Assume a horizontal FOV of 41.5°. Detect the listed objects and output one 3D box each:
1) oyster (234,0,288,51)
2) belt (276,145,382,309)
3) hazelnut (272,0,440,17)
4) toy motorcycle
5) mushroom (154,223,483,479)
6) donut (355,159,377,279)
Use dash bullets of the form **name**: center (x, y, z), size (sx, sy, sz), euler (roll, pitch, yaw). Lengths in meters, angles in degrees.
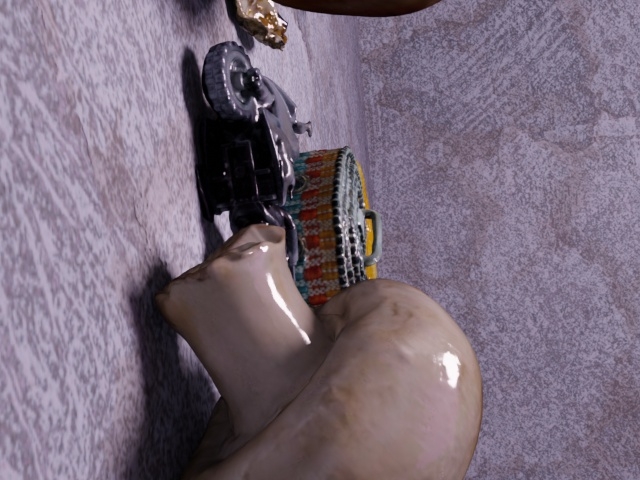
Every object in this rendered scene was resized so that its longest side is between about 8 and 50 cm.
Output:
- **oyster**: center (-0.079, -0.297, 1.117), size (0.148, 0.051, 0.103), euler (46, 40, -52)
- **belt**: center (0.000, 0.000, 1.113), size (0.295, 0.160, 0.207), euler (-82, 164, -59)
- **hazelnut**: center (0.021, -0.393, 0.873), size (0.366, 0.365, 0.366), euler (-5, 90, -81)
- **toy motorcycle**: center (-0.068, -0.075, 0.911), size (0.159, 0.106, 0.271), euler (-31, 112, -74)
- **mushroom**: center (-0.026, 0.137, 0.722), size (0.290, 0.297, 0.297), euler (46, 17, -8)
- **donut**: center (0.039, -0.019, 1.564), size (0.303, 0.110, 0.303), euler (-6, 90, -82)
